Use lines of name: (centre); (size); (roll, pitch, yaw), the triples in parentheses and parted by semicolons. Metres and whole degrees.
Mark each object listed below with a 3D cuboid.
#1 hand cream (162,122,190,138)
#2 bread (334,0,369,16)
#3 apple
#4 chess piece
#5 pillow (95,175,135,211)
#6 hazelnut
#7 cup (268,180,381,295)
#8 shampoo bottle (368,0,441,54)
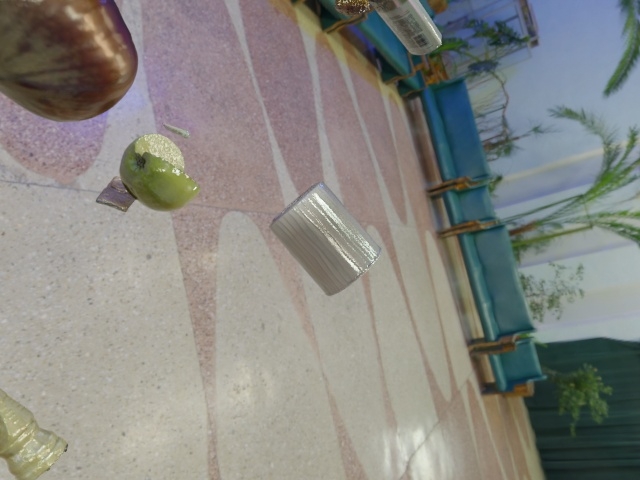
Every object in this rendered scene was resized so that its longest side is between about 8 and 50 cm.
hand cream: (-0.718, -0.547, 2.253); (0.061, 0.143, 0.039); (95, 19, -77)
bread: (0.077, -0.568, 1.088); (0.085, 0.085, 0.053); (-43, 141, -60)
apple: (-0.620, -0.241, 1.705); (0.295, 0.233, 0.258); (52, 11, 23)
chess piece: (-0.825, 0.493, 1.189); (0.301, 0.137, 0.137); (58, 31, -18)
pillow: (-0.801, -0.191, 1.812); (0.126, 0.043, 0.232); (24, 25, -17)
hazelnut: (-0.637, -0.487, 1.078); (0.409, 0.359, 0.359); (67, 23, -50)
cup: (0.014, -0.012, 1.300); (0.273, 0.208, 0.288); (49, 11, -8)
shampoo bottle: (0.197, -0.506, 1.032); (0.227, 0.086, 0.056); (17, 75, -52)
